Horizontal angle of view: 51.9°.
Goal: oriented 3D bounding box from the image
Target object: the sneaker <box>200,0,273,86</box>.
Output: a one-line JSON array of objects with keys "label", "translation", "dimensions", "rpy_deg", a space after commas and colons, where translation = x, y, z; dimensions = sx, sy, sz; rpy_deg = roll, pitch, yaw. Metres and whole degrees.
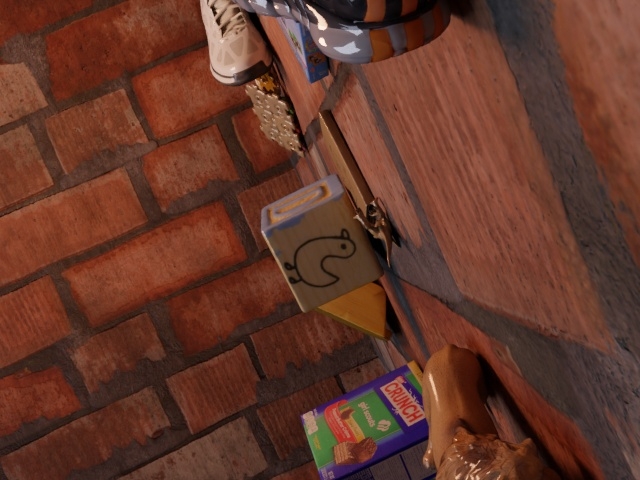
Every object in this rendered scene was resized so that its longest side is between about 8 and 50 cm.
[{"label": "sneaker", "translation": [-0.265, -0.595, 1.717], "dimensions": [0.447, 0.169, 0.257], "rpy_deg": [-114, -1, -47]}]

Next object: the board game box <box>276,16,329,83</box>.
[{"label": "board game box", "translation": [-0.043, -0.349, 0.946], "dimensions": [0.211, 0.039, 0.160], "rpy_deg": [72, 173, -72]}]

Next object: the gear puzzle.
[{"label": "gear puzzle", "translation": [-0.130, -0.384, 1.885], "dimensions": [0.175, 0.044, 0.339], "rpy_deg": [31, 160, 27]}]

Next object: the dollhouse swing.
[{"label": "dollhouse swing", "translation": [0.095, 0.073, 1.806], "dimensions": [0.315, 0.305, 0.347], "rpy_deg": [24, 172, 5]}]

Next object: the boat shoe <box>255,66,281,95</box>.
[{"label": "boat shoe", "translation": [-0.161, -0.478, 1.868], "dimensions": [0.170, 0.063, 0.059], "rpy_deg": [62, 177, -19]}]

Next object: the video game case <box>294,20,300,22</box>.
[{"label": "video game case", "translation": [-0.072, -0.415, 0.705], "dimensions": [0.269, 0.061, 0.244], "rpy_deg": [71, 175, -66]}]

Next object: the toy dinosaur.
[{"label": "toy dinosaur", "translation": [0.102, -0.020, 1.095], "dimensions": [0.093, 0.053, 0.183], "rpy_deg": [50, -173, -9]}]

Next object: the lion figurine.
[{"label": "lion figurine", "translation": [0.180, 0.238, 0.803], "dimensions": [0.392, 0.142, 0.240], "rpy_deg": [-111, 5, -59]}]

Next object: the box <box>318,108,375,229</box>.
[{"label": "box", "translation": [0.052, -0.129, 1.243], "dimensions": [0.164, 0.021, 0.201], "rpy_deg": [75, 170, -75]}]

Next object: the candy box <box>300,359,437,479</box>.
[{"label": "candy box", "translation": [0.139, 0.449, 1.513], "dimensions": [0.268, 0.317, 0.122], "rpy_deg": [-124, 11, -67]}]

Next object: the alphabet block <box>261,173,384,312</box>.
[{"label": "alphabet block", "translation": [0.000, 0.000, 1.379], "dimensions": [0.197, 0.192, 0.193], "rpy_deg": [63, -174, -17]}]

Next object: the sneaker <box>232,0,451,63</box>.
[{"label": "sneaker", "translation": [-0.013, -0.264, 0.490], "dimensions": [0.321, 0.124, 0.180], "rpy_deg": [45, 159, 50]}]
